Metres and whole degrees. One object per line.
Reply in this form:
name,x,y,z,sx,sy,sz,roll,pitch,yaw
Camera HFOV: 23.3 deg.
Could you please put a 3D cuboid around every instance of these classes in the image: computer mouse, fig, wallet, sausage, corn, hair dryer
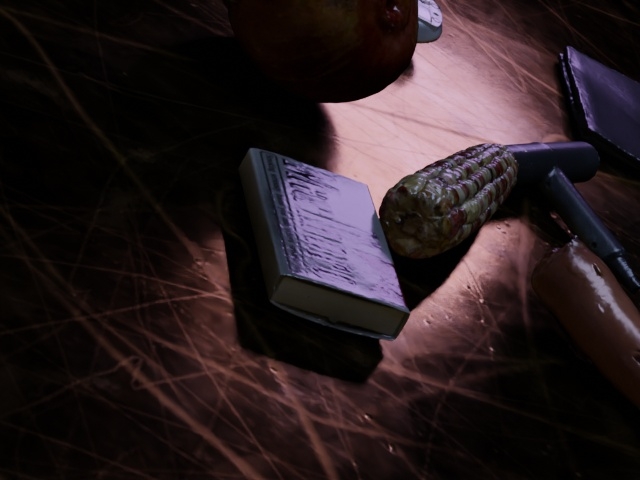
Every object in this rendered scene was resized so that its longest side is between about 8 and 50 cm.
computer mouse,0.043,-0.270,1.691,0.199,0.045,0.102,24,28,-14
fig,-0.007,-0.224,1.443,0.205,0.205,0.205,24,29,-14
wallet,0.346,-0.149,1.823,0.124,0.025,0.244,25,27,-12
sausage,0.288,0.117,1.291,0.304,0.078,0.078,47,32,23
corn,0.120,-0.041,1.380,0.079,0.079,0.237,38,25,10
hair dryer,0.266,-0.024,1.531,0.173,0.050,0.195,-11,54,-51

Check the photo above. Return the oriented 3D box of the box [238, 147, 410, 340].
box,0.000,0.000,1.228,0.115,0.036,0.177,19,30,-23
